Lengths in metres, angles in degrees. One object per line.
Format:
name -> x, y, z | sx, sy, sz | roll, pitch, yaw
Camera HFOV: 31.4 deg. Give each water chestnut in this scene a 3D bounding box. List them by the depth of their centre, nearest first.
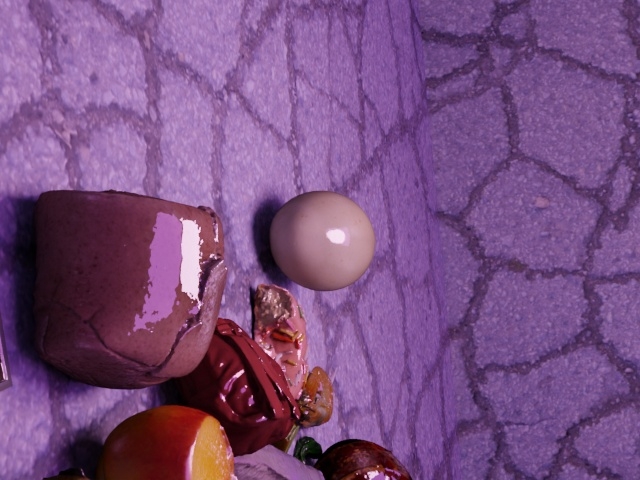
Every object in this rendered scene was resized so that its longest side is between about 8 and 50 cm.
water chestnut -> 0.078, 0.502, 2.173 | 0.238, 0.224, 0.223 | 48, -16, 49

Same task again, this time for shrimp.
shrimp -> -0.017, 0.306, 2.212 | 0.217, 0.051, 0.115 | 2, 76, -72

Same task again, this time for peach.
peach -> -0.184, 0.299, 1.424 | 0.190, 0.193, 0.190 | 178, -90, -67

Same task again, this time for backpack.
backpack -> -0.131, 0.210, 1.689 | 0.229, 0.139, 0.229 | 40, 26, -23

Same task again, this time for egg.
egg -> 0.000, 0.000, 2.127 | 0.254, 0.189, 0.188 | 14, 71, -65

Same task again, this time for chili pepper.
chili pepper -> -0.022, 0.402, 2.188 | 0.118, 0.035, 0.055 | -2, 71, -76

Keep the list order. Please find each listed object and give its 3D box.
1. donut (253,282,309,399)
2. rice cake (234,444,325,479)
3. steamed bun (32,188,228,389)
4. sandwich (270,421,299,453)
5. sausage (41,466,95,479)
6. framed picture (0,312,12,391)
donut -> -0.080, 0.201, 1.986 | 0.232, 0.085, 0.199 | -70, 151, -51
rice cake -> -0.090, 0.378, 1.864 | 0.070, 0.064, 0.399 | 60, 10, 31
steamed bun -> -0.213, 0.056, 1.409 | 0.301, 0.199, 0.251 | 26, 60, -71
sandwich -> -0.097, 0.367, 2.007 | 0.116, 0.074, 0.074 | -67, 172, 19
sausage -> -0.306, 0.391, 1.166 | 0.117, 0.125, 0.317 | 32, 40, -9
framed picture -> -0.381, 0.106, 1.174 | 0.183, 0.011, 0.141 | -26, 110, -71
